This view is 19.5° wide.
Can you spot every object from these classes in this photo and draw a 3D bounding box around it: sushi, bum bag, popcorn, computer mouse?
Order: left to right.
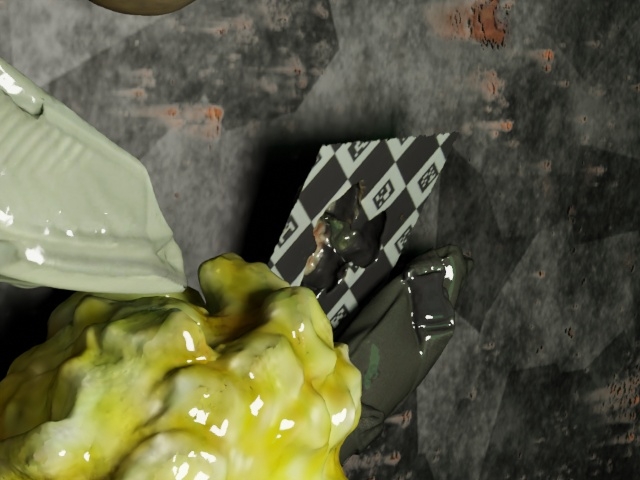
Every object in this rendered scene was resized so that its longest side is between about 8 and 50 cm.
[{"bbox_3d":[-0.253,-0.059,1.140,0.429,0.228,0.145,40,78,-47],"label":"computer mouse"},{"bbox_3d":[-0.119,0.167,1.307,0.335,0.279,0.274,-46,138,-22],"label":"popcorn"},{"bbox_3d":[0.000,0.000,1.587,0.219,0.047,0.231,-9,129,-56],"label":"sushi"},{"bbox_3d":[0.054,0.114,1.644,0.326,0.079,0.142,-52,163,-36],"label":"bum bag"}]

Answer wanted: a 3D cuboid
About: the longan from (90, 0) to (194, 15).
[{"bbox_3d":[-0.126,-0.253,1.309,0.167,0.167,0.187,-13,87,-50],"label":"longan"}]
